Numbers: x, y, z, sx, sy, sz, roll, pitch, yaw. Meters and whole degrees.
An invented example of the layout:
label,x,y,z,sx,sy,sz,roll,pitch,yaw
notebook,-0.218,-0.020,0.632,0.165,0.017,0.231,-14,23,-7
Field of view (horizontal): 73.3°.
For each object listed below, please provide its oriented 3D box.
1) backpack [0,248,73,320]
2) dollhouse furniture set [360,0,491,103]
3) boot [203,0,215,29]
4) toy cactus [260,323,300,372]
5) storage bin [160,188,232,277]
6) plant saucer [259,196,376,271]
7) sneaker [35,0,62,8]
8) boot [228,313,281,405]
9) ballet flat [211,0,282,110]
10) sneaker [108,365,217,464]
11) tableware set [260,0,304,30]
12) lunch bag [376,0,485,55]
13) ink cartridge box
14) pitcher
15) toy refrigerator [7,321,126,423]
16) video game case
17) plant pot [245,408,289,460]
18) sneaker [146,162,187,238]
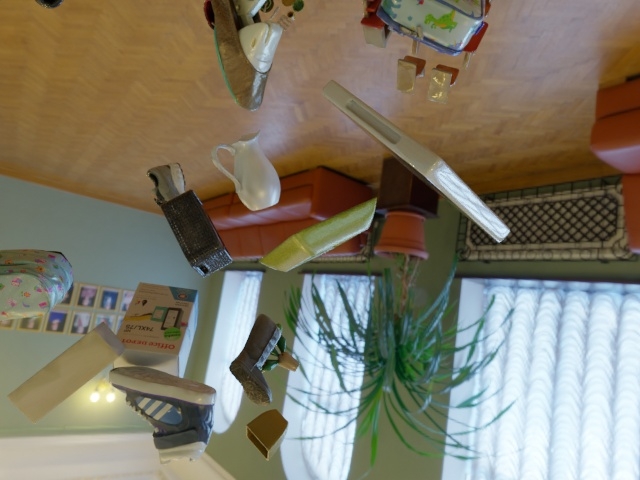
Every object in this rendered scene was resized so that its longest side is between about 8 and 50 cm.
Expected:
label,x,y,z,sx,sy,sz,roll,pitch,yaw
backpack,-0.580,0.085,0.828,0.181,0.152,0.115,-3,-145,-5
dollhouse furniture set,0.222,-0.468,0.926,0.259,0.262,0.135,23,165,17
boot,-0.274,-0.648,1.379,0.085,0.237,0.178,-16,-171,26
toy cactus,-0.157,0.379,1.417,0.180,0.112,0.219,33,-149,0
storage bin,-0.294,-0.016,1.029,0.084,0.180,0.122,-30,161,-9
plant saucer,0.000,0.000,0.801,0.188,0.045,0.188,-25,176,-31
sneaker,-0.523,-0.488,0.821,0.086,0.132,0.228,5,165,-35
boot,-0.170,0.350,1.274,0.076,0.190,0.208,-18,-159,23
ballet flat,-0.138,-0.425,0.799,0.124,0.343,0.116,-5,-168,31
sneaker,-0.460,0.502,1.202,0.322,0.237,0.130,13,177,3
tableware set,-0.121,-0.698,1.265,0.154,0.104,0.024,46,-169,17
lunch bag,0.203,-0.430,0.762,0.176,0.219,0.090,22,142,-6
ink cartridge box,-0.523,0.308,1.390,0.198,0.270,0.197,9,128,-9
pitcher,-0.208,-0.185,1.204,0.125,0.207,0.177,0,-157,47
toy refrigerator,-0.674,0.350,1.161,0.102,0.269,0.094,52,173,-10
video game case,0.125,-0.098,0.545,0.227,0.026,0.206,25,-160,-47
plant pot,-0.122,0.458,1.036,0.081,0.083,0.082,38,143,24
sneaker,-0.460,-0.113,1.335,0.107,0.272,0.100,-14,163,-34
